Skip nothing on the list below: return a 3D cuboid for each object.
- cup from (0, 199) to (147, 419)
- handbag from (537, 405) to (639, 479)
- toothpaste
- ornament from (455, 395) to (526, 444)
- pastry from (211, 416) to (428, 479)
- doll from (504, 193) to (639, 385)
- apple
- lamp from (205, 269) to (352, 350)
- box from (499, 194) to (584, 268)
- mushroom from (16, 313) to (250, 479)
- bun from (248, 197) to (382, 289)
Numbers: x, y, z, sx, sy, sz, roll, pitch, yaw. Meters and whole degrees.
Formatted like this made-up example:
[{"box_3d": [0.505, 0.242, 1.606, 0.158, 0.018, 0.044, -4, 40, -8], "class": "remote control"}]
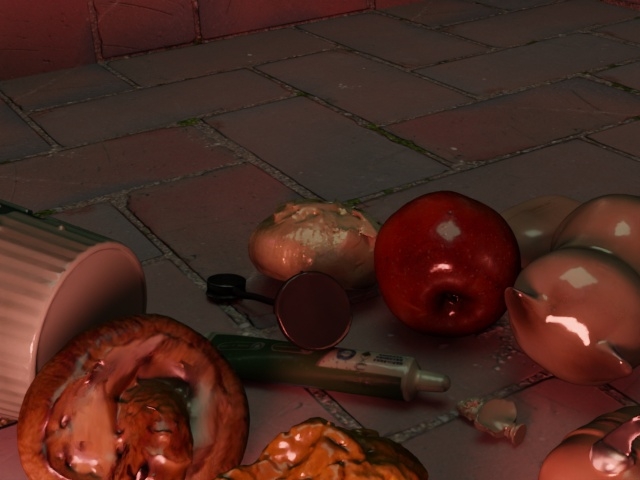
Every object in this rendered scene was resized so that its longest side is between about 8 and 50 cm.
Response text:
[{"box_3d": [-0.458, 0.065, 1.376, 0.392, 0.310, 0.401, 14, 32, 20], "class": "cup"}, {"box_3d": [0.340, 0.272, 0.883, 0.149, 0.283, 0.302, -21, 32, -29], "class": "handbag"}, {"box_3d": [-0.010, 0.179, 1.363, 0.392, 0.061, 0.099, 4, 28, 21], "class": "toothpaste"}, {"box_3d": [0.223, 0.229, 1.254, 0.068, 0.041, 0.092, -8, 26, -15], "class": "ornament"}, {"box_3d": [0.010, 0.291, 0.939, 0.240, 0.235, 0.132, -33, 43, -30], "class": "pastry"}, {"box_3d": [0.404, 0.067, 1.386, 0.215, 0.226, 0.370, 41, 52, 13], "class": "doll"}, {"box_3d": [0.189, 0.036, 1.449, 0.218, 0.218, 0.201, -3, 48, 0], "class": "apple"}, {"box_3d": [-0.075, 0.066, 1.471, 0.130, 0.108, 0.371, -8, 15, -20], "class": "lamp"}, {"box_3d": [0.387, -0.016, 1.676, 0.200, 0.088, 0.146, -20, 30, -33], "class": "box"}, {"box_3d": [-0.218, 0.228, 1.126, 0.263, 0.195, 0.283, 29, 25, -17], "class": "mushroom"}, {"box_3d": [0.000, 0.000, 1.579, 0.239, 0.141, 0.239, 5, 10, -1], "class": "bun"}]
